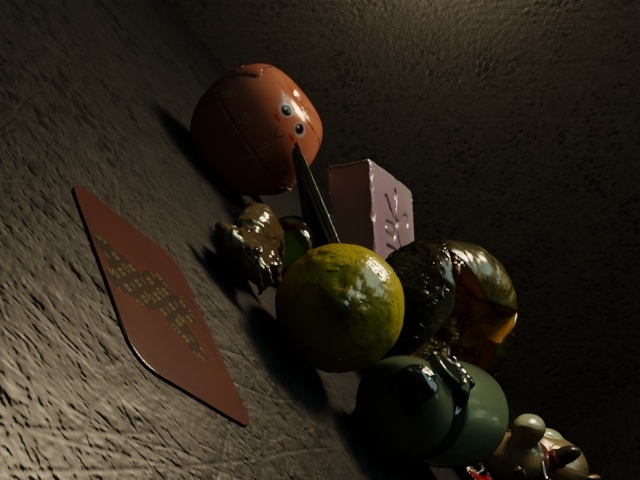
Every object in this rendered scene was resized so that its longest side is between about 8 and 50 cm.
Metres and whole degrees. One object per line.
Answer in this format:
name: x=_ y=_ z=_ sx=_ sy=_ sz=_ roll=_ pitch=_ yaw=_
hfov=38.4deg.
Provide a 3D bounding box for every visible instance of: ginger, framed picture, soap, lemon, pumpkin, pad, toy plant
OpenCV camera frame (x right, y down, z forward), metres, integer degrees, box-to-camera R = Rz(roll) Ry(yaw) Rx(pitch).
ginger: x=-0.086 y=0.007 z=1.301 sx=0.122 sy=0.084 sz=0.290 roll=46 pitch=6 yaw=-3
framed picture: x=0.000 y=0.000 z=1.626 sx=0.293 sy=0.018 sz=0.231 roll=83 pitch=-12 yaw=-55
soap: x=0.110 y=0.012 z=1.880 sx=0.285 sy=0.107 sz=0.296 roll=23 pitch=63 yaw=-66
lemon: x=0.024 y=0.089 z=1.225 sx=0.180 sy=0.180 sz=0.193 roll=47 pitch=-13 yaw=-30
pumpkin: x=0.215 y=0.143 z=1.671 sx=0.320 sy=0.320 sz=0.192 roll=47 pitch=-17 yaw=-31
pad: x=-0.158 y=0.059 z=0.897 sx=0.181 sy=0.004 sz=0.267 roll=44 pitch=9 yaw=-46
toy plant: x=-0.051 y=0.004 z=1.528 sx=0.093 sy=0.092 sz=0.162 roll=50 pitch=7 yaw=-5

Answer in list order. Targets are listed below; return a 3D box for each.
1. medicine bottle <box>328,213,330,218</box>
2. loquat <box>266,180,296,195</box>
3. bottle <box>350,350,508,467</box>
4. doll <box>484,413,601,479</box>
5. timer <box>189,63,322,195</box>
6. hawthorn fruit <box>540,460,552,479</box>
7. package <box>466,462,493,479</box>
medicine bottle: x=0.030 y=0.005 z=2.015 sx=0.105 sy=0.105 sz=0.168 roll=49 pitch=7 yaw=-10
loquat: x=-0.105 y=-0.158 z=1.881 sx=0.141 sy=0.141 sz=0.141 roll=50 pitch=7 yaw=-8
bottle: x=0.161 y=0.244 z=1.327 sx=0.168 sy=0.168 sz=0.347 roll=54 pitch=10 yaw=24
doll: x=0.464 y=0.484 z=2.010 sx=0.330 sy=0.235 sz=0.174 roll=33 pitch=60 yaw=-45
timer: x=-0.116 y=-0.201 z=1.678 sx=0.230 sy=0.215 sz=0.229 roll=50 pitch=7 yaw=-9
hawthorn fruit: x=0.426 y=0.472 z=1.440 sx=0.254 sy=0.254 sz=0.300 roll=43 pitch=22 yaw=-49
package: x=0.271 y=0.384 z=1.755 sx=0.194 sy=0.071 sz=0.269 roll=32 pitch=30 yaw=-51
